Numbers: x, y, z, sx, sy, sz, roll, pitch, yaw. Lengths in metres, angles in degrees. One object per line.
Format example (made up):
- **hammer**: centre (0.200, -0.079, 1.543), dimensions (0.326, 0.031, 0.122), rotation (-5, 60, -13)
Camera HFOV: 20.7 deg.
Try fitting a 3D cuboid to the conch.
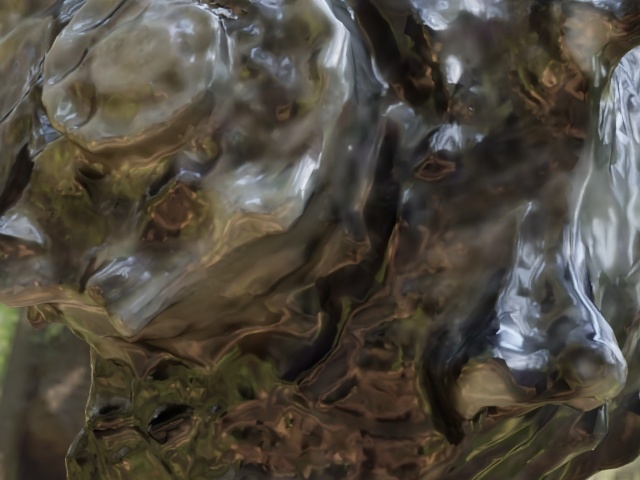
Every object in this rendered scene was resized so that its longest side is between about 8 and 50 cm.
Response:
- **conch**: centre (-0.010, 0.001, 0.539), dimensions (0.240, 0.313, 0.186), rotation (-2, -1, -1)
